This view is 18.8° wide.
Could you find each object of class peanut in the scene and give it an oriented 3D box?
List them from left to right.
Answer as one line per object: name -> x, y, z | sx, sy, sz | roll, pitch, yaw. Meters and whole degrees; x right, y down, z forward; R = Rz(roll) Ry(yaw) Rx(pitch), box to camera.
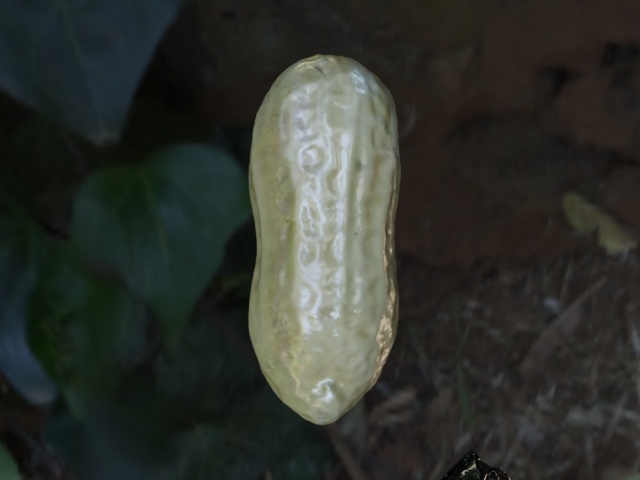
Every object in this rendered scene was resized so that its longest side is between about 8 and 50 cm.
peanut -> 0.000, 0.000, 1.128 | 0.090, 0.098, 0.214 | 3, 87, -33

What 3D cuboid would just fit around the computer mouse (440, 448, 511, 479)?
computer mouse -> 0.092, 0.253, 1.259 | 0.077, 0.146, 0.241 | -9, 64, 19
